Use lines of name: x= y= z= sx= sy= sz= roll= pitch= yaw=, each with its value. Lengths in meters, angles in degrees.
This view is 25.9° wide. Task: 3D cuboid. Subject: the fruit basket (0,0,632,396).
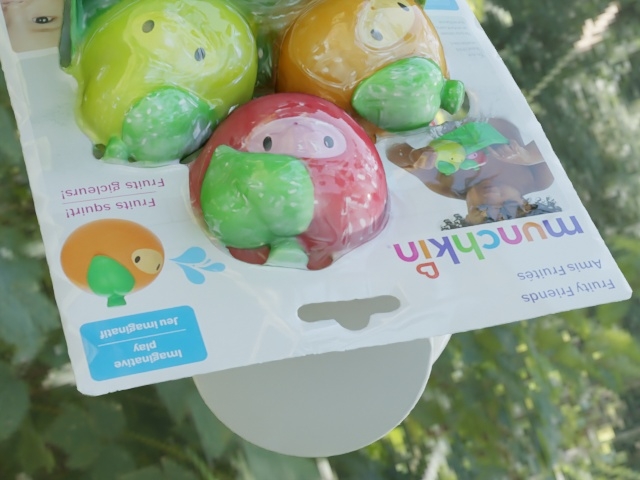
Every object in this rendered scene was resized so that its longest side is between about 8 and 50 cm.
fruit basket: x=-0.021 y=-0.082 z=0.851 sx=0.165 sy=0.327 sz=0.353 roll=98 pitch=-23 yaw=-44

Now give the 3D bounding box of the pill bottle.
pill bottle: x=0.000 y=0.000 z=1.147 sx=0.407 sy=0.229 sz=0.229 roll=-84 pitch=155 yaw=-68
